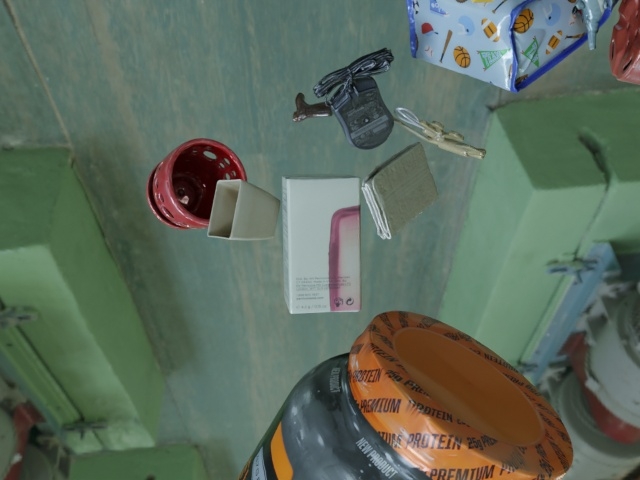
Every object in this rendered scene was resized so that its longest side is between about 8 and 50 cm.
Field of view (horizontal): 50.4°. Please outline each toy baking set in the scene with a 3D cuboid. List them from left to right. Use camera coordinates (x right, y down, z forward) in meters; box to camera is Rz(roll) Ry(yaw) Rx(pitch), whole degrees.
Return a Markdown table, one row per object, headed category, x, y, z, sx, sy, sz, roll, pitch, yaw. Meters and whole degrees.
| category | x | y | z | sx | sy | sz | roll | pitch | yaw |
| --- | --- | --- | --- | --- | --- | --- | --- | --- | --- |
| toy baking set | 0.271 | -0.258 | 1.605 | 0.197 | 0.256 | 0.030 | 28 | 89 | -49 |

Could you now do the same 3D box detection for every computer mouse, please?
| category | x | y | z | sx | sy | sz | roll | pitch | yaw |
| --- | --- | --- | --- | --- | --- | --- | --- | --- | --- |
| computer mouse | 0.091 | -0.315 | 1.542 | 0.189 | 0.072 | 0.272 | -26 | 145 | 1 |

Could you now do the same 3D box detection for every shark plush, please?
| category | x | y | z | sx | sy | sz | roll | pitch | yaw |
| --- | --- | --- | --- | --- | --- | --- | --- | --- | --- |
| shark plush | 0.496 | -0.444 | 1.286 | 0.067 | 0.073 | 0.161 | -17 | 114 | -19 |

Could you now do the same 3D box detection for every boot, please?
| category | x | y | z | sx | sy | sz | roll | pitch | yaw |
| --- | --- | --- | --- | --- | --- | --- | --- | --- | --- |
| boot | -0.012 | -0.360 | 1.798 | 0.114 | 0.106 | 0.037 | -9 | 146 | 24 |

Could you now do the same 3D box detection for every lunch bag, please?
| category | x | y | z | sx | sy | sz | roll | pitch | yaw |
| --- | --- | --- | --- | --- | --- | --- | --- | --- | --- |
| lunch bag | 0.438 | -0.547 | 1.535 | 0.385 | 0.328 | 0.238 | -33 | 136 | -22 |

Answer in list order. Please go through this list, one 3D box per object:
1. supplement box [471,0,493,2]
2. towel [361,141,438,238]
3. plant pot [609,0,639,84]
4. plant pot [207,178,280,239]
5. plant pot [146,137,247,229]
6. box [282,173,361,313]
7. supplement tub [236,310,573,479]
| category | x | y | z | sx | sy | sz | roll | pitch | yaw |
| --- | --- | --- | --- | --- | --- | --- | --- | --- | --- |
| supplement box | 0.258 | -0.413 | 1.039 | 0.043 | 0.055 | 0.083 | -11 | 161 | -23 |
| towel | 0.226 | -0.141 | 1.912 | 0.049 | 0.282 | 0.187 | -2 | 116 | 46 |
| plant pot | 0.735 | -0.400 | 1.334 | 0.265 | 0.272 | 0.272 | 7 | 143 | 4 |
| plant pot | -0.137 | -0.050 | 1.268 | 0.096 | 0.109 | 0.109 | 12 | 177 | -31 |
| plant pot | -0.282 | -0.113 | 1.505 | 0.191 | 0.191 | 0.174 | 18 | 160 | -31 |
| box | 0.000 | 0.000 | 1.199 | 0.127 | 0.148 | 0.232 | -1 | 98 | -6 |
| supplement tub | 0.025 | 0.234 | 0.523 | 0.207 | 0.207 | 0.338 | 18 | 113 | -30 |
